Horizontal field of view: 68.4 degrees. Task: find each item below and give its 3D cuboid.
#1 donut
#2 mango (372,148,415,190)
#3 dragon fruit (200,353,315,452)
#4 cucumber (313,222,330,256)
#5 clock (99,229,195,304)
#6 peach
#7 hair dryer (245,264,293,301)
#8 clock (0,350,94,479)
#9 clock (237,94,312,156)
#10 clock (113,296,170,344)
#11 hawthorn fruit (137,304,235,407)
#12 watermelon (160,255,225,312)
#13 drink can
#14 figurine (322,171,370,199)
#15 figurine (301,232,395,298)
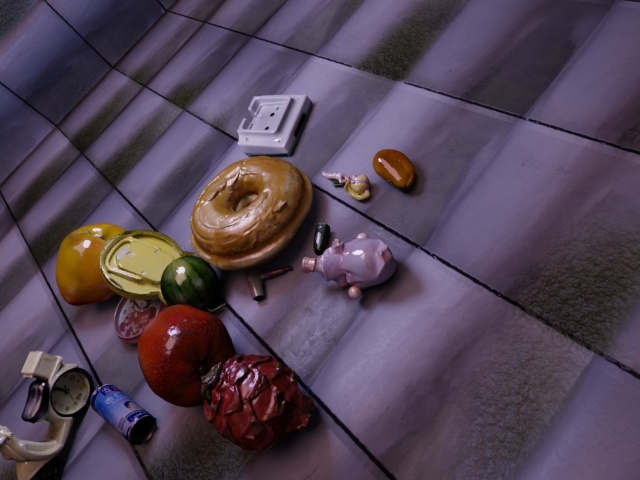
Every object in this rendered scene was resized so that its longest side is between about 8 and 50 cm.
[{"bbox_3d":[-0.232,-0.096,1.557,0.448,0.198,0.449,-12,50,15],"label":"donut"},{"bbox_3d":[0.233,-0.218,1.463,0.105,0.084,0.159,-32,69,-12],"label":"mango"},{"bbox_3d":[-0.162,0.411,1.193,0.298,0.244,0.245,19,70,11],"label":"dragon fruit"},{"bbox_3d":[0.000,0.000,1.476,0.048,0.048,0.105,-4,59,28],"label":"cucumber"},{"bbox_3d":[-0.617,0.090,1.651,0.293,0.071,0.277,29,46,-2],"label":"clock"},{"bbox_3d":[-0.840,0.092,1.770,0.289,0.288,0.308,44,126,40],"label":"peach"},{"bbox_3d":[-0.160,0.116,1.500,0.154,0.054,0.106,-28,55,6],"label":"hair dryer"},{"bbox_3d":[-0.888,0.566,1.492,0.120,0.276,0.379,-9,54,27],"label":"clock"},{"bbox_3d":[-0.184,-0.461,1.832,0.231,0.116,0.262,7,66,32],"label":"clock"},{"bbox_3d":[-0.634,0.252,1.678,0.244,0.056,0.245,-15,54,22],"label":"clock"},{"bbox_3d":[-0.398,0.318,1.369,0.299,0.275,0.275,36,83,31],"label":"hawthorn fruit"},{"bbox_3d":[-0.420,0.155,1.541,0.188,0.188,0.215,-33,90,8],"label":"watermelon"},{"bbox_3d":[-0.613,0.537,1.462,0.235,0.097,0.097,15,70,37],"label":"drink can"},{"bbox_3d":[0.086,-0.185,1.534,0.187,0.083,0.083,20,72,31],"label":"figurine"},{"bbox_3d":[0.084,0.062,1.334,0.275,0.133,0.200,-4,63,29],"label":"figurine"}]
